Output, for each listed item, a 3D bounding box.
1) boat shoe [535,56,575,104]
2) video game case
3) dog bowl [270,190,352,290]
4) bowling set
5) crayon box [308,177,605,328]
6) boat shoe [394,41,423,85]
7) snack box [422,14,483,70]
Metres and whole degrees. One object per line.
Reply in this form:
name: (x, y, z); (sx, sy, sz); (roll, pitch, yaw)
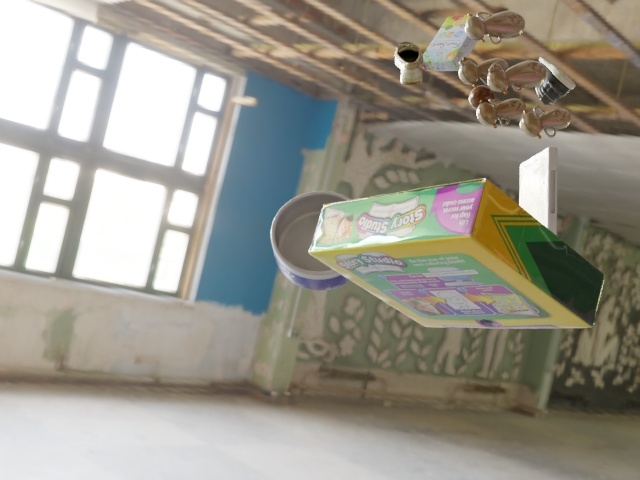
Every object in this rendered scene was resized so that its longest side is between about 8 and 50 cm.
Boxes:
boat shoe: (0.519, -0.364, 1.880); (0.084, 0.079, 0.233); (35, 22, -6)
video game case: (0.516, -0.101, 1.960); (0.026, 0.206, 0.227); (2, -5, -2)
dog bowl: (0.000, 0.000, 2.244); (0.265, 0.264, 0.104); (13, -29, 11)
bowling set: (0.350, -0.298, 1.660); (0.154, 0.287, 0.200); (-17, -14, -36)
crayon box: (0.213, 0.036, 1.338); (0.313, 0.106, 0.363); (34, -24, -32)
boat shoe: (0.170, -0.350, 1.571); (0.056, 0.048, 0.153); (-1, 37, 6)
snack box: (0.297, -0.441, 1.835); (0.100, 0.141, 0.037); (12, -27, 49)
